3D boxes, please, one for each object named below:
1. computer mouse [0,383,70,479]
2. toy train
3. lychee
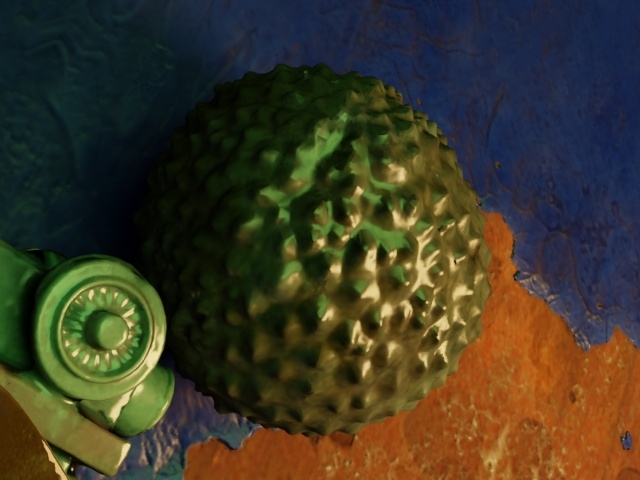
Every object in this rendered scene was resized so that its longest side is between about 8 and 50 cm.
[{"bbox_3d":[-0.189,0.198,0.614,0.158,0.072,0.310,-31,127,-19],"label":"computer mouse"},{"bbox_3d":[-0.234,0.070,0.661,0.304,0.150,0.221,37,70,-27],"label":"toy train"},{"bbox_3d":[0.000,0.000,0.780,0.255,0.274,0.255,7,54,-10],"label":"lychee"}]
